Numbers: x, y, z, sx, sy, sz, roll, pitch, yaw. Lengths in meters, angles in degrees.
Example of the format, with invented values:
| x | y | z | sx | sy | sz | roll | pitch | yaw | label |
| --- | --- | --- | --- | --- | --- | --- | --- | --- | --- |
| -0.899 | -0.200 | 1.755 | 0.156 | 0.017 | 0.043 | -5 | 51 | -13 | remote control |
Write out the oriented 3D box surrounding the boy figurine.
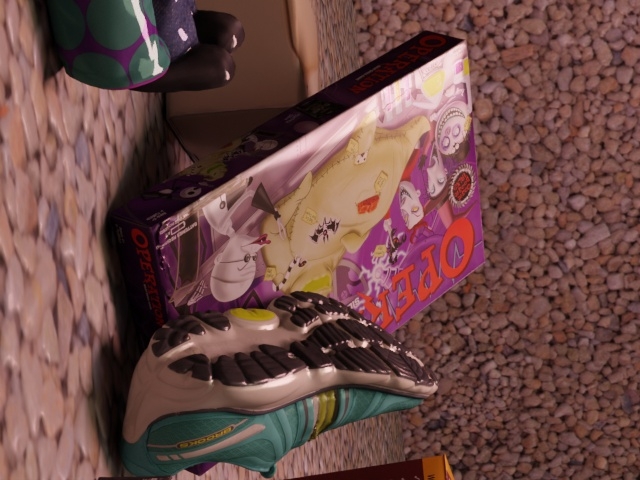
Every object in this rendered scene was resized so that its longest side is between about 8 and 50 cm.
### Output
| x | y | z | sx | sy | sz | roll | pitch | yaw | label |
| --- | --- | --- | --- | --- | --- | --- | --- | --- | --- |
| -0.112 | -0.248 | 1.018 | 0.177 | 0.092 | 0.285 | -79 | 167 | -56 | boy figurine |

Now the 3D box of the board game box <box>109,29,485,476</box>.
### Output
| x | y | z | sx | sy | sz | roll | pitch | yaw | label |
| --- | --- | --- | --- | --- | --- | --- | --- | --- | --- |
| 0.000 | 0.000 | 1.151 | 0.347 | 0.056 | 0.208 | -34 | 132 | -38 | board game box |

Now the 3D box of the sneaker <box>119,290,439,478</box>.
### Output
| x | y | z | sx | sy | sz | roll | pitch | yaw | label |
| --- | --- | --- | --- | --- | --- | --- | --- | --- | --- |
| -0.030 | 0.104 | 1.063 | 0.275 | 0.107 | 0.110 | -1 | 124 | -46 | sneaker |

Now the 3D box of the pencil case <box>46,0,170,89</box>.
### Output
| x | y | z | sx | sy | sz | roll | pitch | yaw | label |
| --- | --- | --- | --- | --- | --- | --- | --- | --- | --- |
| -0.131 | -0.167 | 0.897 | 0.070 | 0.064 | 0.151 | -55 | 144 | -54 | pencil case |

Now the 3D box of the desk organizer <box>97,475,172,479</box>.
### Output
| x | y | z | sx | sy | sz | roll | pitch | yaw | label |
| --- | --- | --- | --- | --- | --- | --- | --- | --- | --- |
| -0.118 | 0.179 | 0.875 | 0.130 | 0.047 | 0.050 | -59 | 146 | -78 | desk organizer |

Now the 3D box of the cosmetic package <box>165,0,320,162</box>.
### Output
| x | y | z | sx | sy | sz | roll | pitch | yaw | label |
| --- | --- | --- | --- | --- | --- | --- | --- | --- | --- |
| -0.065 | -0.226 | 1.302 | 0.160 | 0.113 | 0.309 | 63 | 23 | -74 | cosmetic package |

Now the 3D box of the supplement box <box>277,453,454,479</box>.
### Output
| x | y | z | sx | sy | sz | roll | pitch | yaw | label |
| --- | --- | --- | --- | --- | --- | --- | --- | --- | --- |
| 0.039 | 0.319 | 1.397 | 0.129 | 0.194 | 0.191 | 67 | 16 | -54 | supplement box |
